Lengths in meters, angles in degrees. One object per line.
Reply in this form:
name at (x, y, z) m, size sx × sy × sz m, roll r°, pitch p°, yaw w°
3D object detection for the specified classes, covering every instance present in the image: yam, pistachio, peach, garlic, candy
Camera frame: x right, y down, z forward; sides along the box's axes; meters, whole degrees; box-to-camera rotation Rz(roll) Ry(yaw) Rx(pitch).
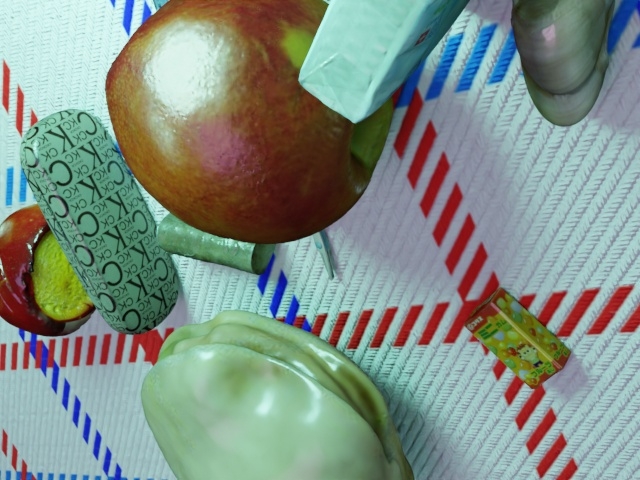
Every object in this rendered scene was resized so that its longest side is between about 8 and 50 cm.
yam at (-0.146, 0.002, 1.431) m, size 0.169 × 0.068 × 0.068 m, roll 13°, pitch 128°, yaw 27°
pistachio at (-0.053, 0.289, 1.419) m, size 0.445 × 0.281 × 0.365 m, roll 42°, pitch 130°, yaw -3°
peach at (-0.426, 0.045, 1.589) m, size 0.189 × 0.196 × 0.226 m, roll 19°, pitch 140°, yaw -25°
garlic at (0.236, -0.184, 0.977) m, size 0.099 × 0.124 × 0.174 m, roll -2°, pitch 148°, yaw 20°
peach at (-0.088, -0.146, 1.121) m, size 0.332 × 0.308 × 0.308 m, roll 20°, pitch 131°, yaw 29°
candy at (0.244, 0.122, 1.248) m, size 0.122 × 0.038 × 0.062 m, roll 43°, pitch 136°, yaw 3°

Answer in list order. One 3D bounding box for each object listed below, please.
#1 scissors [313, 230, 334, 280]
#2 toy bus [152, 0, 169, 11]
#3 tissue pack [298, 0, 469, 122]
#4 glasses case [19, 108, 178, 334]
scissors at (0.000, 0.000, 1.357) m, size 0.058 × 0.014 × 0.119 m, roll 4°, pitch 120°, yaw 40°
toy bus at (-0.169, -0.274, 1.257) m, size 0.065 × 0.047 × 0.166 m, roll 7°, pitch 124°, yaw 39°
tissue pack at (0.097, -0.243, 0.924) m, size 0.089 × 0.263 × 0.177 m, roll 37°, pitch 137°, yaw 4°
glasses case at (-0.321, -0.023, 1.491) m, size 0.085 × 0.137 × 0.355 m, roll -5°, pitch 118°, yaw 40°
